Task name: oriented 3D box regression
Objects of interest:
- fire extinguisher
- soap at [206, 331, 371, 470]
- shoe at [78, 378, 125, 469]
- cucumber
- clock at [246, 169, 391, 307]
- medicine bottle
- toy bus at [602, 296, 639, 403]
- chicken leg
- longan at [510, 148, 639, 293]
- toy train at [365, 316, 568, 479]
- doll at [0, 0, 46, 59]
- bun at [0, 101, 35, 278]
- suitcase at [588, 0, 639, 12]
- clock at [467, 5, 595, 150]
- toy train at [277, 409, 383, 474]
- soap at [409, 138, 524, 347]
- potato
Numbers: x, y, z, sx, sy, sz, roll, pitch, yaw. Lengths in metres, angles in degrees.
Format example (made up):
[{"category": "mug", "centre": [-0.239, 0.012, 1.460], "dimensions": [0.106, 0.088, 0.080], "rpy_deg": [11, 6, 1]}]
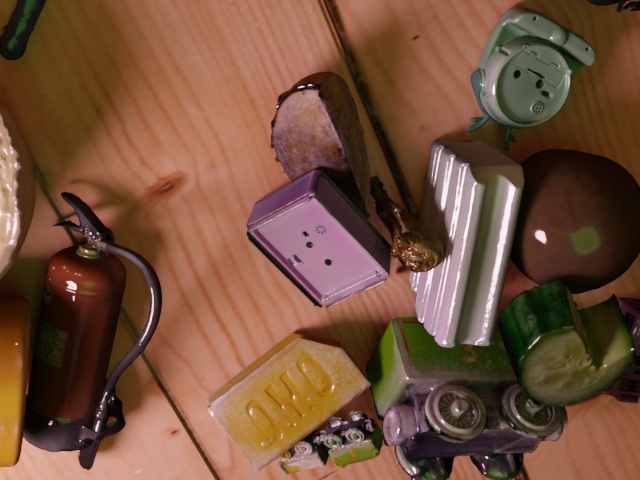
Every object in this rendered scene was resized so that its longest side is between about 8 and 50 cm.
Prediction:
[{"category": "fire extinguisher", "centre": [-0.326, 0.131, 1.510], "dimensions": [0.200, 0.113, 0.376], "rpy_deg": [15, 108, 5]}, {"category": "soap", "centre": [-0.051, 0.245, 1.664], "dimensions": [0.232, 0.073, 0.140], "rpy_deg": [-37, 101, 0]}, {"category": "shoe", "centre": [-0.336, 0.288, 1.620], "dimensions": [0.053, 0.062, 0.159], "rpy_deg": [11, 108, -35]}, {"category": "cucumber", "centre": [0.361, 0.152, 1.573], "dimensions": [0.191, 0.130, 0.191], "rpy_deg": [-8, 135, -8]}, {"category": "clock", "centre": [0.001, 0.000, 1.561], "dimensions": [0.145, 0.073, 0.193], "rpy_deg": [-26, 122, 29]}, {"category": "medicine bottle", "centre": [-0.524, 0.190, 1.417], "dimensions": [0.232, 0.238, 0.237], "rpy_deg": [4, 110, -19]}, {"category": "toy bus", "centre": [0.546, 0.197, 1.832], "dimensions": [0.087, 0.098, 0.178], "rpy_deg": [8, 109, -21]}, {"category": "chicken leg", "centre": [0.119, -0.027, 1.574], "dimensions": [0.070, 0.178, 0.093], "rpy_deg": [-40, 157, 22]}, {"category": "longan", "centre": [0.398, -0.039, 1.625], "dimensions": [0.248, 0.248, 0.248], "rpy_deg": [-6, 113, -15]}, {"category": "toy train", "centre": [0.234, 0.252, 1.673], "dimensions": [0.307, 0.248, 0.173], "rpy_deg": [3, 139, -18]}, {"category": "doll", "centre": [-0.394, -0.299, 1.376], "dimensions": [0.037, 0.027, 0.125], "rpy_deg": [22, 101, -25]}, {"category": "bun", "centre": [-0.547, -0.078, 1.321], "dimensions": [0.364, 0.202, 0.364], "rpy_deg": [-3, 108, -11]}, {"category": "suitcase", "centre": [0.497, -0.511, 1.490], "dimensions": [0.345, 0.188, 0.339], "rpy_deg": [-14, 121, -13]}, {"category": "clock", "centre": [0.314, -0.241, 1.597], "dimensions": [0.159, 0.066, 0.211], "rpy_deg": [21, 105, -23]}, {"category": "toy train", "centre": [0.010, 0.337, 1.703], "dimensions": [0.202, 0.060, 0.081], "rpy_deg": [-20, 117, 28]}, {"category": "soap", "centre": [0.222, 0.002, 1.608], "dimensions": [0.095, 0.173, 0.289], "rpy_deg": [1, 111, -18]}, {"category": "potato", "centre": [0.000, -0.158, 1.537], "dimensions": [0.120, 0.100, 0.261], "rpy_deg": [1, 136, 24]}]
